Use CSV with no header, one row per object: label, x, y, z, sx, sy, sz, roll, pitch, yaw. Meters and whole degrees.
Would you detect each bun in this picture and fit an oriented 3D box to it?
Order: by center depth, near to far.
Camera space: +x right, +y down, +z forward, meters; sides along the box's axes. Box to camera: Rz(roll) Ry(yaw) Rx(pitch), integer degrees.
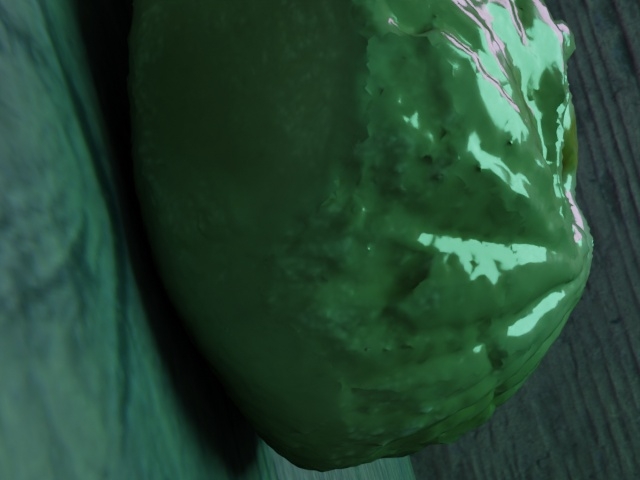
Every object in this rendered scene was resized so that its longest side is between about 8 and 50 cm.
bun,0.036,-0.052,0.626,0.352,0.227,0.349,-67,148,-75
